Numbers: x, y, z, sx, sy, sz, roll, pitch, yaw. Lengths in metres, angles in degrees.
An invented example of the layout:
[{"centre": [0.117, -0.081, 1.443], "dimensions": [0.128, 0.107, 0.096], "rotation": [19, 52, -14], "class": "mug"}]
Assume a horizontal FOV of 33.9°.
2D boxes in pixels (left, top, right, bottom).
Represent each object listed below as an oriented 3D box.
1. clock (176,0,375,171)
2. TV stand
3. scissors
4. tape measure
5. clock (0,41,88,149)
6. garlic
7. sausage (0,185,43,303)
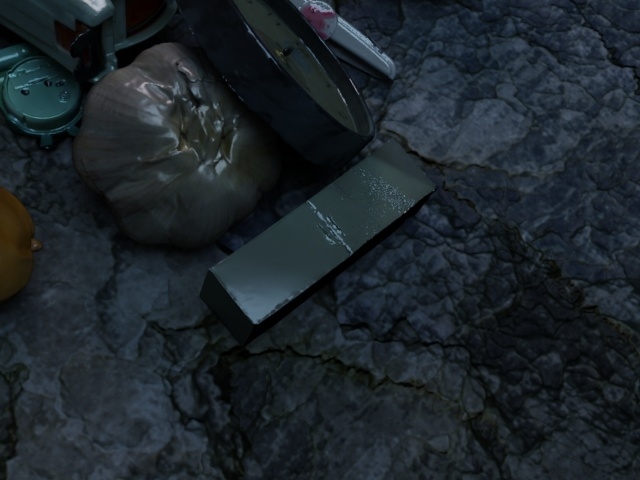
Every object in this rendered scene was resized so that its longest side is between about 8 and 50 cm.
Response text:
[{"centre": [-0.045, -0.200, 1.147], "dimensions": [0.055, 0.280, 0.280], "rotation": [-38, 77, 18], "class": "clock"}, {"centre": [0.000, 0.000, 1.158], "dimensions": [0.269, 0.088, 0.083], "rotation": [-38, 80, -23], "class": "TV stand"}, {"centre": [-0.009, -0.268, 1.285], "dimensions": [0.242, 0.030, 0.118], "rotation": [34, 98, -6], "class": "scissors"}, {"centre": [-0.272, -0.301, 1.178], "dimensions": [0.243, 0.125, 0.246], "rotation": [34, 51, 17], "class": "tape measure"}, {"centre": [-0.309, -0.160, 1.179], "dimensions": [0.101, 0.041, 0.135], "rotation": [-23, 75, -21], "class": "clock"}, {"centre": [-0.143, -0.102, 1.114], "dimensions": [0.228, 0.152, 0.228], "rotation": [-5, 103, -23], "class": "garlic"}, {"centre": [-0.400, 0.015, 1.042], "dimensions": [0.241, 0.120, 0.136], "rotation": [-14, 86, -18], "class": "sausage"}]
